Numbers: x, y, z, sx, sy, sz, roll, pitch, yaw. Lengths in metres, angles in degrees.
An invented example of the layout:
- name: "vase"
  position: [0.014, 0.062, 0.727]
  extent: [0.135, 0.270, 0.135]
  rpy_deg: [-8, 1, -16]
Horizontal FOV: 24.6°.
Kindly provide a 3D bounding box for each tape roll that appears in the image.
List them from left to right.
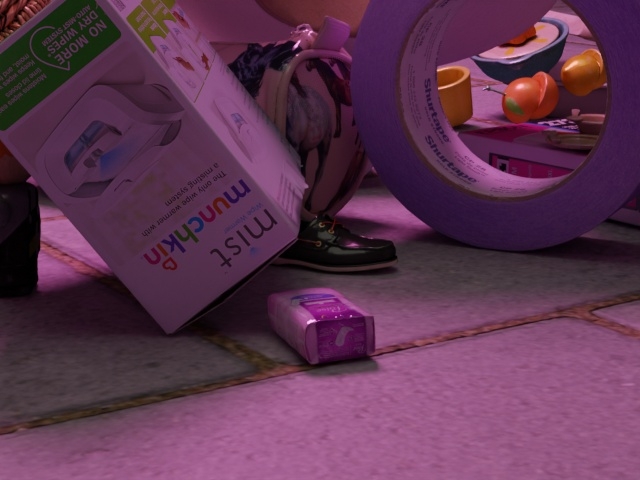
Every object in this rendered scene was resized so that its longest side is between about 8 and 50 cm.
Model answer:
- name: "tape roll"
  position: [0.038, -0.270, 1.382]
  extent: [0.392, 0.072, 0.392]
  rpy_deg: [1, -19, 0]
- name: "tape roll"
  position: [0.166, -0.133, 1.244]
  extent: [0.275, 0.274, 0.090]
  rpy_deg: [7, 17, 26]

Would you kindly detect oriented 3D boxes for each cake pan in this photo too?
- name: "cake pan"
  position: [0.397, -0.208, 2.011]
  extent: [0.293, 0.054, 0.293]
  rpy_deg: [0, 14, 0]

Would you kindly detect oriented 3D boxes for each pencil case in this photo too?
- name: "pencil case"
  position: [-0.137, -0.127, 1.419]
  extent: [0.410, 0.183, 0.160]
  rpy_deg: [10, -7, 38]

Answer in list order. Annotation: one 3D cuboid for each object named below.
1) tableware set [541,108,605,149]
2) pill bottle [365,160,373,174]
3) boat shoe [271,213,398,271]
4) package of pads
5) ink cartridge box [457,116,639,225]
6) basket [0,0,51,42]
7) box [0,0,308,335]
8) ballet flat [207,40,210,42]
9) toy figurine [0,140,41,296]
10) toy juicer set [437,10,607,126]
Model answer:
- name: "tableware set"
  position: [0.297, -0.104, 1.401]
  extent: [0.169, 0.020, 0.141]
  rpy_deg: [4, 14, 16]
- name: "pill bottle"
  position: [0.003, -0.124, 1.564]
  extent: [0.108, 0.108, 0.180]
  rpy_deg: [-2, 14, -6]
- name: "boat shoe"
  position: [-0.001, 0.000, 1.195]
  extent: [0.133, 0.042, 0.049]
  rpy_deg: [7, 13, 22]
- name: "package of pads"
  position: [0.000, 0.056, 0.985]
  extent: [0.050, 0.032, 0.083]
  rpy_deg: [-8, 15, -18]
- name: "ink cartridge box"
  position: [0.268, -0.076, 1.465]
  extent: [0.176, 0.069, 0.371]
  rpy_deg: [-10, 15, -36]
- name: "basket"
  position: [-0.433, -0.179, 1.577]
  extent: [0.223, 0.213, 0.299]
  rpy_deg: [11, -10, -26]
- name: "box"
  position: [-0.127, -0.088, 1.100]
  extent: [0.127, 0.231, 0.262]
  rpy_deg: [-37, 14, 8]
- name: "ballet flat"
  position: [-0.016, -0.312, 2.288]
  extent: [0.409, 0.147, 0.147]
  rpy_deg: [3, 14, 17]
- name: "toy figurine"
  position: [-0.328, -0.034, 1.112]
  extent: [0.209, 0.148, 0.213]
  rpy_deg: [-13, 18, -41]
- name: "toy juicer set"
  position: [0.288, -0.252, 1.892]
  extent: [0.209, 0.089, 0.329]
  rpy_deg: [7, 35, 39]
